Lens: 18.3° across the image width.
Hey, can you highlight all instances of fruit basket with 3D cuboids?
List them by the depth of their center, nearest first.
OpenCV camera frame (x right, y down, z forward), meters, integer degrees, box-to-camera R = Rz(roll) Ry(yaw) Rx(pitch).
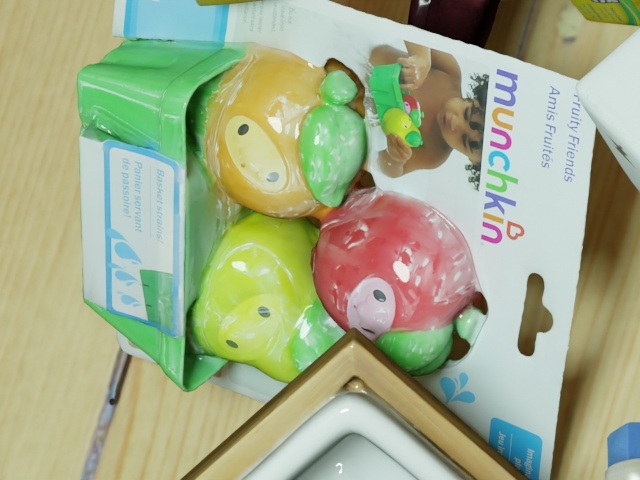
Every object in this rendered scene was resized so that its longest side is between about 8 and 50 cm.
[{"bbox_3d":[0.000,0.000,1.286,0.353,0.165,0.327,25,128,30],"label":"fruit basket"}]

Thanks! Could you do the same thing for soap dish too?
[{"bbox_3d":[0.002,0.209,1.245,0.291,0.229,0.118,-43,18,20],"label":"soap dish"}]

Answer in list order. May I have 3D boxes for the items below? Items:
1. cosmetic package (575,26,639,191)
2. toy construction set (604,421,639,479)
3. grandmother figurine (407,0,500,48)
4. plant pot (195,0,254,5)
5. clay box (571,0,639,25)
[{"bbox_3d":[0.383,-0.127,1.006,0.453,0.161,0.230,-41,61,4],"label":"cosmetic package"},{"bbox_3d":[0.282,0.236,1.109,0.257,0.237,0.309,-17,59,-13],"label":"toy construction set"},{"bbox_3d":[0.094,-0.197,1.332,0.104,0.208,0.342,14,105,8],"label":"grandmother figurine"},{"bbox_3d":[0.011,-0.262,1.142,0.187,0.212,0.212,4,78,11],"label":"plant pot"},{"bbox_3d":[0.176,-0.229,1.260,0.053,0.222,0.127,10,83,23],"label":"clay box"}]
